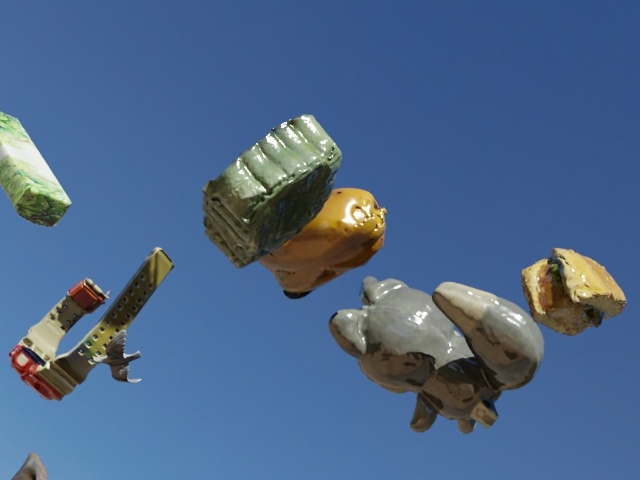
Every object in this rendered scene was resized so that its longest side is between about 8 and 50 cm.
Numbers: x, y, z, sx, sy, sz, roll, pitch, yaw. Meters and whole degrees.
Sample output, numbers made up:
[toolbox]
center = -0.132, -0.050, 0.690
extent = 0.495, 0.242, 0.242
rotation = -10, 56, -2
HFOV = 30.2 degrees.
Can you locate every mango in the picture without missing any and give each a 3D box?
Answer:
[mango]
center = 0.000, 0.000, 2.302
extent = 0.287, 0.201, 0.152
rotation = -27, -107, 26

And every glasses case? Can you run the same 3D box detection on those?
[glasses case]
center = -0.525, -0.131, 2.030
extent = 0.095, 0.062, 0.272
rotation = 22, 20, -46

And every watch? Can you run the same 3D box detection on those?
[watch]
center = -0.343, 0.115, 1.762
extent = 0.165, 0.268, 0.102
rotation = 12, -31, 54

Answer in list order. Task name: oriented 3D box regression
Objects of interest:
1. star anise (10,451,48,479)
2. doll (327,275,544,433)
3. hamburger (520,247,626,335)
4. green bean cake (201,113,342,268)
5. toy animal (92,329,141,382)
[star anise]
center = -0.362, 0.409, 1.425
extent = 0.108, 0.315, 0.315
rotation = -12, -49, 23
[doll]
center = 0.233, 0.179, 2.345
extent = 0.382, 0.252, 0.378
rotation = 37, -55, -4
[hamburger]
center = 0.407, 0.076, 1.894
extent = 0.124, 0.130, 0.262
rotation = -23, -20, 19
[green bean cake]
center = -0.082, -0.077, 1.900
extent = 0.125, 0.223, 0.227
rotation = 48, -26, 16
[toy animal]
center = -0.227, 0.128, 1.313
extent = 0.050, 0.028, 0.084
rotation = 8, -46, 19
